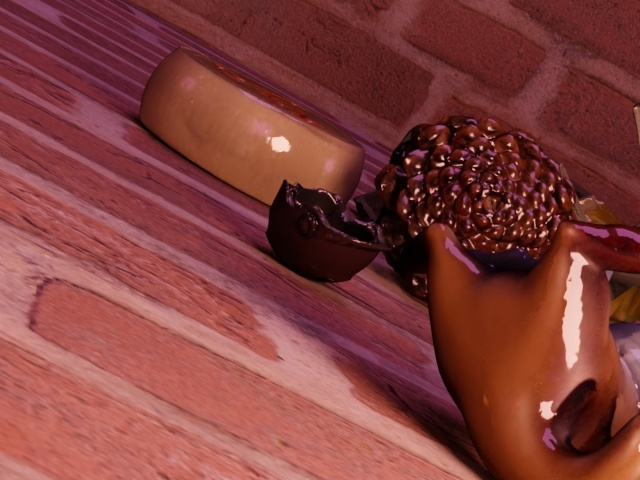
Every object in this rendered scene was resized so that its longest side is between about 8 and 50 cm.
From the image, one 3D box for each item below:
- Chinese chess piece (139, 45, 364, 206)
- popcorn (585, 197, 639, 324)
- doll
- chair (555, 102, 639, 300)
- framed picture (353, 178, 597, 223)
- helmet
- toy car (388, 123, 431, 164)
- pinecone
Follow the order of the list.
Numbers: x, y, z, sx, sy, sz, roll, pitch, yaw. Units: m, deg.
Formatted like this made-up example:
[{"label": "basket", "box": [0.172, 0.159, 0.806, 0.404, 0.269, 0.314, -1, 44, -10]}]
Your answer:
[{"label": "Chinese chess piece", "box": [-0.076, -0.121, 1.899, 0.273, 0.102, 0.273, 30, 7, -4]}, {"label": "popcorn", "box": [0.307, 0.036, 2.059, 0.204, 0.183, 0.221, 20, 11, -17]}, {"label": "doll", "box": [0.233, 0.099, 1.208, 0.340, 0.209, 0.318, 27, 11, -41]}, {"label": "chair", "box": [0.413, -0.006, 1.852, 0.203, 0.190, 0.274, 16, -43, 44]}, {"label": "framed picture", "box": [0.183, -0.047, 2.079, 0.335, 0.247, 0.022, -122, -165, -75]}, {"label": "helmet", "box": [0.000, 0.000, 1.500, 0.098, 0.070, 0.123, 12, 26, -49]}, {"label": "toy car", "box": [0.235, -0.067, 2.630, 0.306, 0.136, 0.125, 33, 10, 17]}, {"label": "pinecone", "box": [0.163, -0.018, 1.789, 0.221, 0.221, 0.221, 30, 7, -4]}]
